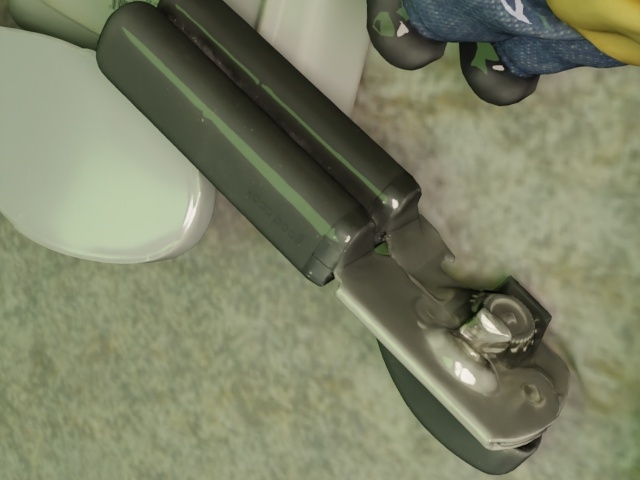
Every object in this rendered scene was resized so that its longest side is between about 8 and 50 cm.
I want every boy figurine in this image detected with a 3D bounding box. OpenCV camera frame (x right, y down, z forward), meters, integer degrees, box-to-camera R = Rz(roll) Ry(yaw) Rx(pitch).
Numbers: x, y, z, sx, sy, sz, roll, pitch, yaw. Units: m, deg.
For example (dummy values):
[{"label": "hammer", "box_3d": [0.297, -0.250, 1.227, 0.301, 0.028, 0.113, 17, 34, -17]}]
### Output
[{"label": "boy figurine", "box_3d": [0.133, -0.103, 0.470, 0.285, 0.177, 0.092, -2, 75, 56]}]

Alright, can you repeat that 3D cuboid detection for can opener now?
[{"label": "can opener", "box_3d": [0.000, 0.000, 0.651, 0.283, 0.076, 0.095, 44, 135, 12]}]

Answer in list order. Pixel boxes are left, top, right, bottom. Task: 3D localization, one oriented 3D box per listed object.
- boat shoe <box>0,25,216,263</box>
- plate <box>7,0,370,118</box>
[{"label": "boat shoe", "box_3d": [-0.172, -0.069, 0.797, 0.301, 0.102, 0.108, 23, 94, 25]}, {"label": "plate", "box_3d": [-0.075, -0.200, 0.723, 0.277, 0.045, 0.278, 30, 117, 32]}]
